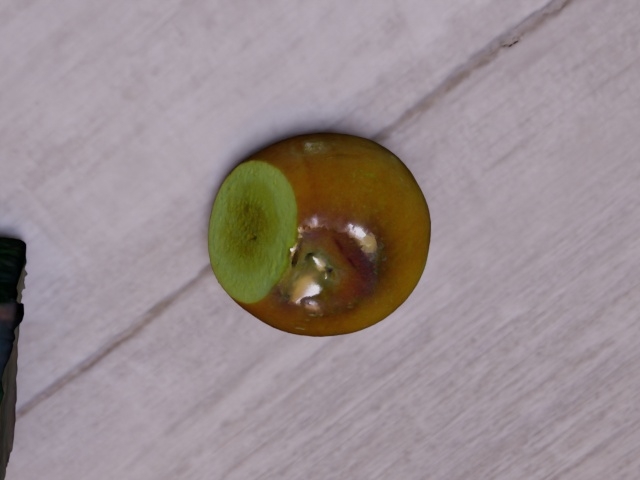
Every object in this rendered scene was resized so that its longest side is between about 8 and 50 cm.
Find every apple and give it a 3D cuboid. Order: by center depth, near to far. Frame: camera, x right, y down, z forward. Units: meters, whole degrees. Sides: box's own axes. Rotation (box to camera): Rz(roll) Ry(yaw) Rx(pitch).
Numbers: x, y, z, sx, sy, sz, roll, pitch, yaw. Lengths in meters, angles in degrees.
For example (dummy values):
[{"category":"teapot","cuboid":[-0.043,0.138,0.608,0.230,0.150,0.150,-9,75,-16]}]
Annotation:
[{"category":"apple","cuboid":[0.002,-0.006,0.819,0.163,0.147,0.146,3,114,-11]}]

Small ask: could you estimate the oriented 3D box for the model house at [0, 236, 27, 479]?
[{"category":"model house","cuboid":[-0.346,0.143,0.736,0.284,0.298,0.243,2,115,-12]}]
